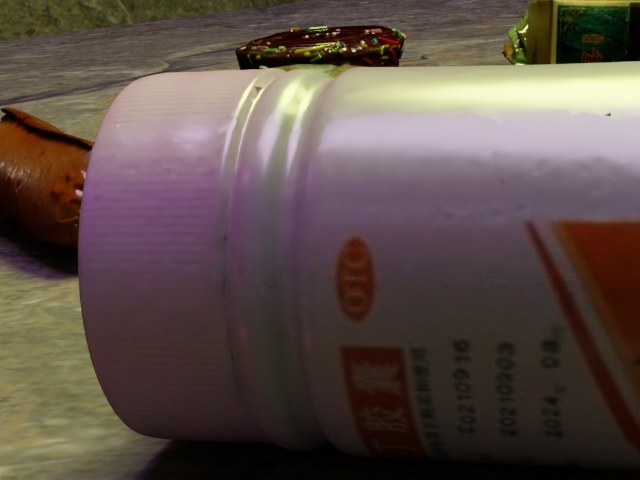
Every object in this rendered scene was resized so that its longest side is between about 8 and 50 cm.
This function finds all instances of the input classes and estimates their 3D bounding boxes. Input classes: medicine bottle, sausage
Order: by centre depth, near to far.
[{"bbox_3d":[0.060,0.011,0.751,0.316,0.202,0.202,1,15,17],"label":"medicine bottle"},{"bbox_3d":[-0.240,-0.050,1.305,0.102,0.102,0.330,-11,16,-25],"label":"sausage"}]

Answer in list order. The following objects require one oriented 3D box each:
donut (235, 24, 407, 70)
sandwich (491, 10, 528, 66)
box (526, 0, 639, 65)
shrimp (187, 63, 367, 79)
[{"bbox_3d":[0.004,-0.236,1.988,0.235,0.089,0.235,-4,13,1],"label":"donut"},{"bbox_3d":[0.319,-0.219,1.688,0.251,0.162,0.301,2,17,7],"label":"sandwich"},{"bbox_3d":[0.304,-0.134,1.315,0.240,0.159,0.071,-1,9,-10],"label":"box"},{"bbox_3d":[-0.032,-0.146,1.691,0.360,0.085,0.247,0,21,1],"label":"shrimp"}]
